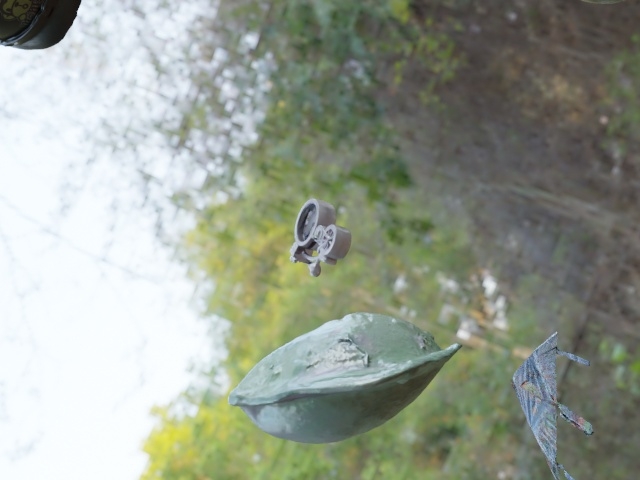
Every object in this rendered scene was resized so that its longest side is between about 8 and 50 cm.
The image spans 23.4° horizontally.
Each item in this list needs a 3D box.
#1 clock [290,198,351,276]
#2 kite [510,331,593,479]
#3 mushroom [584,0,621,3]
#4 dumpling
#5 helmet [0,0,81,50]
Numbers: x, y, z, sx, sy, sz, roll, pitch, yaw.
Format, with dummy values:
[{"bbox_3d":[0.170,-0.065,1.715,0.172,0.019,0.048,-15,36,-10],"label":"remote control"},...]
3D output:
[{"bbox_3d":[0.000,0.000,1.973,0.087,0.041,0.129,-67,26,10],"label":"clock"},{"bbox_3d":[0.257,0.182,1.719,0.010,0.160,0.183,-11,-70,-24],"label":"kite"},{"bbox_3d":[0.418,-0.420,2.079,0.243,0.243,0.243,-56,-20,-34],"label":"mushroom"},{"bbox_3d":[0.027,0.113,1.380,0.217,0.105,0.149,-13,-29,-20],"label":"dumpling"},{"bbox_3d":[-0.462,-0.373,2.061,0.160,0.279,0.230,-11,-41,-59],"label":"helmet"}]
